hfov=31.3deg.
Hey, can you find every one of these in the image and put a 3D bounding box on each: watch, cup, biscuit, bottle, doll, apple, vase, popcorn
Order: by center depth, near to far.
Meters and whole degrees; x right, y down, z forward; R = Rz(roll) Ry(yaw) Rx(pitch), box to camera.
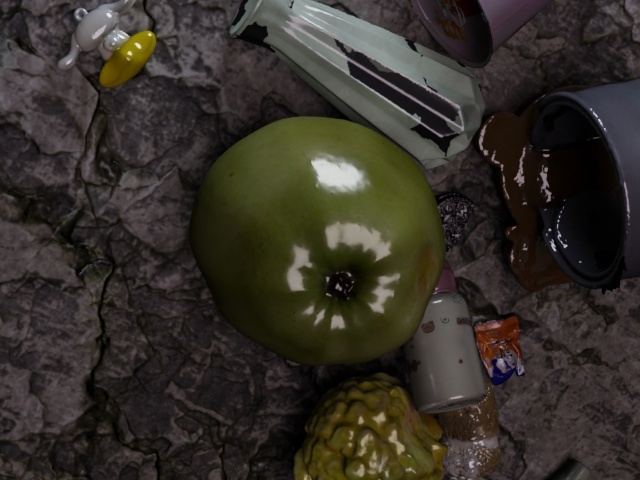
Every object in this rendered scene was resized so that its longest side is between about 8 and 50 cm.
[{"bbox_3d":[-0.289,-0.260,1.524,0.135,0.071,0.113,-23,102,-6],"label":"doll"},{"bbox_3d":[0.000,0.000,1.549,0.357,0.357,0.357,-5,106,-17],"label":"apple"},{"bbox_3d":[0.054,-0.241,1.593,0.360,0.165,0.165,29,94,-19],"label":"vase"},{"bbox_3d":[0.282,-0.401,1.612,0.288,0.203,0.203,-36,112,-12],"label":"cup"},{"bbox_3d":[0.423,-0.065,1.659,0.314,0.327,0.335,-11,108,-14],"label":"watch"},{"bbox_3d":[0.173,0.136,1.715,0.110,0.110,0.233,-6,72,-16],"label":"bottle"},{"bbox_3d":[0.071,0.327,1.724,0.212,0.259,0.259,-21,113,18],"label":"popcorn"},{"bbox_3d":[0.199,-0.030,1.759,0.089,0.027,0.087,-29,110,-9],"label":"biscuit"},{"bbox_3d":[0.226,0.271,1.807,0.115,0.105,0.221,-28,108,-45],"label":"doll"}]

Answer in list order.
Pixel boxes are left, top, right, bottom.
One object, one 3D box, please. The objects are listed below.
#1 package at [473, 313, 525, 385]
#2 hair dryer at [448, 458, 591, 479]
[{"bbox_3d":[0.294,0.176,1.844,0.077,0.033,0.110,-14,95,10],"label":"package"},{"bbox_3d":[0.349,0.419,1.917,0.219,0.088,0.225,-29,96,-15],"label":"hair dryer"}]
